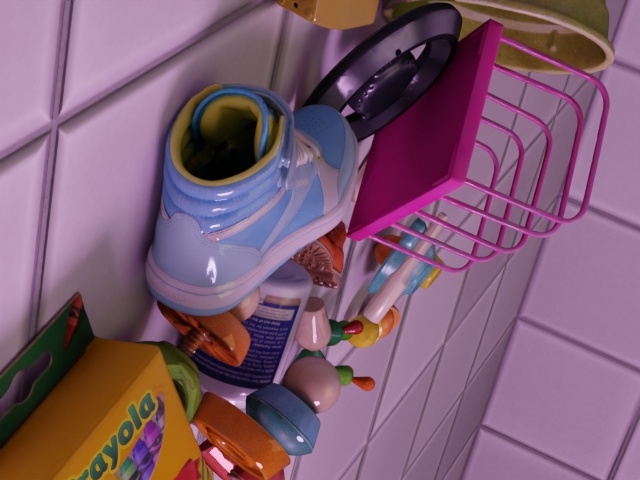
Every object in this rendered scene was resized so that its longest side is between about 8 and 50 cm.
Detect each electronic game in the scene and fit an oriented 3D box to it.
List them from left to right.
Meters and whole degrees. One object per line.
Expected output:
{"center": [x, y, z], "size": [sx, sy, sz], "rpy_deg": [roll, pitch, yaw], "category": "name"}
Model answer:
{"center": [0.066, -0.181, 1.557], "size": [0.229, 0.048, 0.229], "rpy_deg": [-36, 166, -11], "category": "electronic game"}

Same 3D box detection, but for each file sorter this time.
{"center": [0.189, -0.095, 1.675], "size": [0.291, 0.182, 0.202], "rpy_deg": [-30, -139, 65], "category": "file sorter"}

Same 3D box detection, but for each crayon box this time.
{"center": [-0.190, 0.231, 1.213], "size": [0.202, 0.081, 0.318], "rpy_deg": [-53, 137, -41], "category": "crayon box"}

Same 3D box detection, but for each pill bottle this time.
{"center": [-0.087, 0.108, 1.491], "size": [0.112, 0.112, 0.186], "rpy_deg": [-23, 135, -67], "category": "pill bottle"}

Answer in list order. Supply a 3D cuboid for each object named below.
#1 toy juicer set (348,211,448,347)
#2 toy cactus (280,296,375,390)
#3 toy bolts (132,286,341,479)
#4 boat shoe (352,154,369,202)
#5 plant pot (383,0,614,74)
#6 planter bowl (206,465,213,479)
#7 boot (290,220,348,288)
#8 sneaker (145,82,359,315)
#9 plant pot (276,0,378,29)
{"center": [0.096, 0.058, 2.072], "size": [0.209, 0.089, 0.329], "rpy_deg": [-50, 170, -7], "category": "toy juicer set"}
{"center": [-0.003, 0.160, 1.885], "size": [0.219, 0.112, 0.180], "rpy_deg": [-41, 142, -38], "category": "toy cactus"}
{"center": [-0.053, 0.145, 1.356], "size": [0.158, 0.218, 0.228], "rpy_deg": [-50, 134, -17], "category": "toy bolts"}
{"center": [0.102, -0.114, 1.868], "size": [0.170, 0.059, 0.063], "rpy_deg": [-61, 163, -17], "category": "boat shoe"}
{"center": [0.237, -0.359, 1.652], "size": [0.276, 0.276, 0.253], "rpy_deg": [30, 73, -74], "category": "plant pot"}
{"center": [-0.204, 0.309, 1.444], "size": [0.217, 0.090, 0.217], "rpy_deg": [-55, 160, -31], "category": "planter bowl"}
{"center": [0.000, 0.000, 1.733], "size": [0.158, 0.059, 0.084], "rpy_deg": [61, 44, -72], "category": "boot"}
{"center": [-0.043, -0.087, 1.330], "size": [0.319, 0.127, 0.208], "rpy_deg": [-51, 159, -44], "category": "sneaker"}
{"center": [0.004, -0.248, 1.337], "size": [0.083, 0.081, 0.081], "rpy_deg": [-32, 144, -45], "category": "plant pot"}
